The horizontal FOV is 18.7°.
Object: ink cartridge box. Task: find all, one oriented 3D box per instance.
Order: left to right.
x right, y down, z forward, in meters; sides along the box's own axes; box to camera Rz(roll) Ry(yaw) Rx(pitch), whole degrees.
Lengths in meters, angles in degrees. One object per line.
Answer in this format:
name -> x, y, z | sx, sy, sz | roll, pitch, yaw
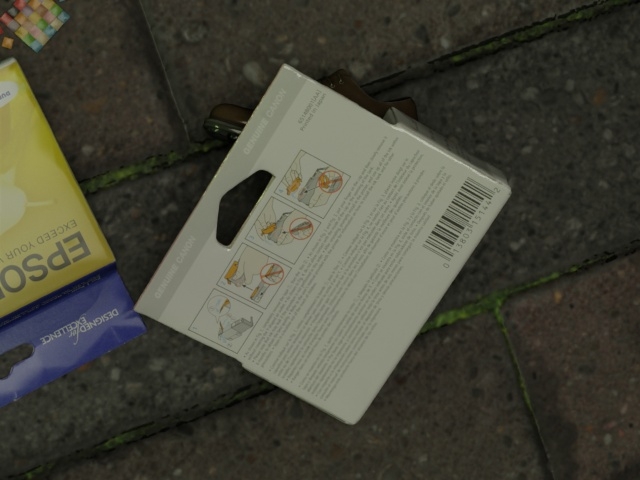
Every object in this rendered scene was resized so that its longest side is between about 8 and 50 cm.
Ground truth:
ink cartridge box -> -0.364, 0.025, 1.882 | 0.304, 0.072, 0.307 | -28, 97, -9
ink cartridge box -> 0.000, 0.000, 1.911 | 0.261, 0.066, 0.296 | 29, 106, -14

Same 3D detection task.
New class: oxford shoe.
oxford shoe -> -0.009, -0.125, 1.940 | 0.227, 0.083, 0.096 | 3, 91, -24

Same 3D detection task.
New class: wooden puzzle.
wooden puzzle -> -0.281, -0.218, 1.910 | 0.049, 0.006, 0.083 | 43, 85, -12
